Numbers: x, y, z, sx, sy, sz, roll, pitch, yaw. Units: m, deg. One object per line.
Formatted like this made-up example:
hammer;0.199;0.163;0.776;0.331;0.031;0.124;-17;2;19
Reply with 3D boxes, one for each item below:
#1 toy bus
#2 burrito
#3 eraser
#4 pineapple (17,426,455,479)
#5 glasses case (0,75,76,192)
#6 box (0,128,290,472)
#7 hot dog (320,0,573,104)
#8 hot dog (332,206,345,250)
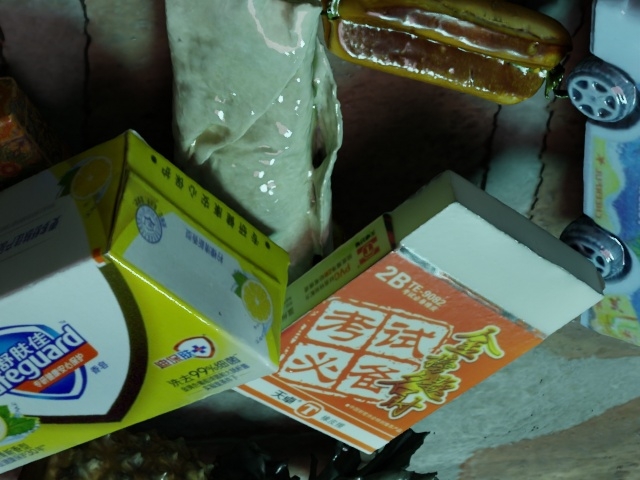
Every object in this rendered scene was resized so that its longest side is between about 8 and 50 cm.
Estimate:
toy bus;0.242;-0.055;1.166;0.136;0.109;0.329;23;147;23
burrito;-0.045;-0.030;1.174;0.117;0.076;0.392;14;140;11
eraser;0.058;0.056;1.206;0.157;0.038;0.230;30;125;-35
pineapple;-0.063;0.226;1.427;0.365;0.165;0.165;4;137;-23
glasses case;-0.186;-0.023;1.177;0.075;0.049;0.218;-17;140;14
box;-0.173;0.049;1.143;0.265;0.097;0.168;-21;138;29
hot dog;0.083;-0.132;1.117;0.188;0.055;0.072;12;137;-27
hot dog;0.000;0.000;1.270;0.034;0.030;0.090;-11;141;-15
